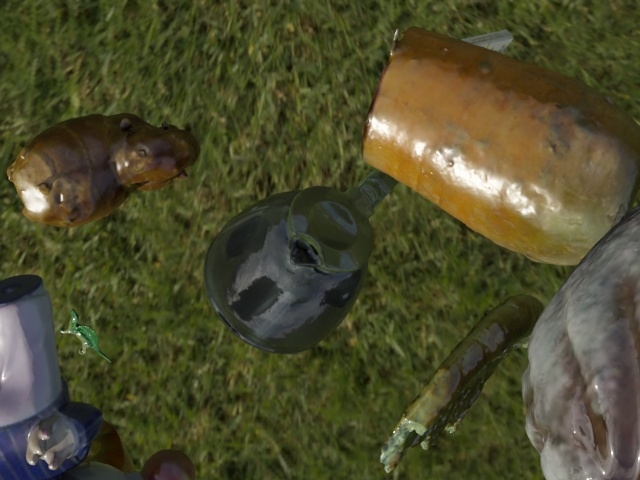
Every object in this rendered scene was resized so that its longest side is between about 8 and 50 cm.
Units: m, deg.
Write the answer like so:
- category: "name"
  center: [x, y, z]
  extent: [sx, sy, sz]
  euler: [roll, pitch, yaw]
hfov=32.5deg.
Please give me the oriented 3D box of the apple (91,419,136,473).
- category: "apple"
  center: [-0.419, 0.367, 1.469]
  extent: [0.374, 0.384, 0.374]
  euler: [-25, 139, -25]

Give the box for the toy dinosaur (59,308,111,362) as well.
- category: "toy dinosaur"
  center: [-0.392, 0.167, 1.856]
  extent: [0.060, 0.029, 0.120]
  euler: [-22, 113, 44]

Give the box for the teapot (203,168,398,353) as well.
- category: "teapot"
  center: [0.005, 0.021, 1.701]
  extent: [0.321, 0.239, 0.239]
  euler: [-9, 69, -36]

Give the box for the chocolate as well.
- category: "chocolate"
  center: [0.269, 0.131, 0.859]
  extent: [0.213, 0.303, 0.303]
  euler: [-37, 108, -14]

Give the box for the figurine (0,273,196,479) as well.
- category: "figurine"
  center: [-0.176, 0.161, 0.721]
  extent: [0.194, 0.133, 0.274]
  euler: [6, 103, -14]

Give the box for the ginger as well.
- category: "ginger"
  center: [-0.325, -0.120, 1.646]
  extent: [0.274, 0.357, 0.152]
  euler: [-25, 99, -10]

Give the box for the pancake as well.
- category: "pancake"
  center: [0.237, 0.219, 1.713]
  extent: [0.067, 0.427, 0.305]
  euler: [35, 107, 19]

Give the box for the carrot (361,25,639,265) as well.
- category: "carrot"
  center: [0.227, -0.113, 1.361]
  extent: [0.340, 0.224, 0.224]
  euler: [25, 108, 12]

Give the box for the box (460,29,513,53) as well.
- category: "box"
  center: [0.216, -0.271, 1.670]
  extent: [0.024, 0.167, 0.090]
  euler: [53, 136, 19]
